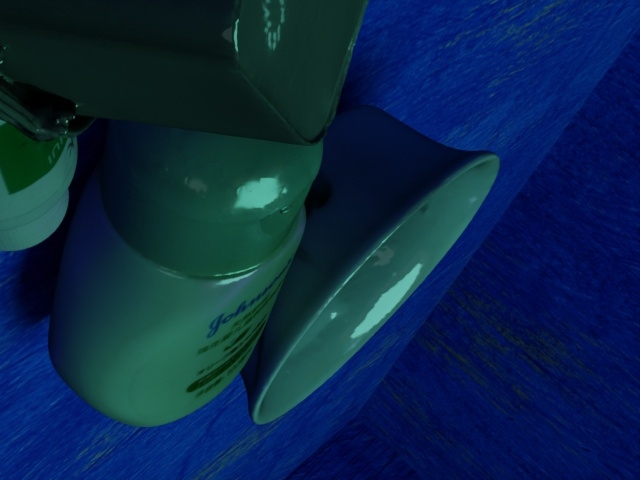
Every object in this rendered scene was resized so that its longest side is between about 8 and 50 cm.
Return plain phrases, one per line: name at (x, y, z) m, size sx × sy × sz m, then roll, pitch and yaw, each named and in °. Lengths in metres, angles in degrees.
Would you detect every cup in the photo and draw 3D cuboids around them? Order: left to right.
cup at (0.000, 0.000, 1.320) m, size 0.347 × 0.163 × 0.347 m, roll -46°, pitch 168°, yaw -13°

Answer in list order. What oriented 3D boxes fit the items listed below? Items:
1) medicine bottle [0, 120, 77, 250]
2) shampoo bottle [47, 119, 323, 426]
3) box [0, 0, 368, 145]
medicine bottle at (-0.174, -0.072, 0.677) m, size 0.095 × 0.095 × 0.260 m, roll -43°, pitch 167°, yaw -19°
shampoo bottle at (-0.097, -0.007, 1.003) m, size 0.222 × 0.151 × 0.349 m, roll -37°, pitch 163°, yaw -33°
box at (-0.048, -0.154, 0.536) m, size 0.163 × 0.135 × 0.243 m, roll 44°, pitch 60°, yaw -68°
